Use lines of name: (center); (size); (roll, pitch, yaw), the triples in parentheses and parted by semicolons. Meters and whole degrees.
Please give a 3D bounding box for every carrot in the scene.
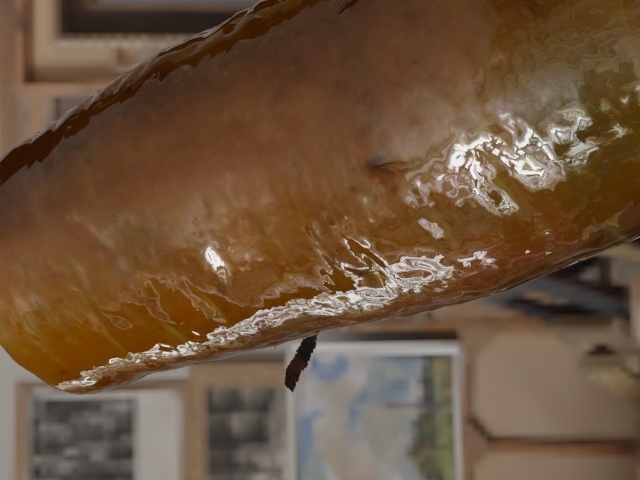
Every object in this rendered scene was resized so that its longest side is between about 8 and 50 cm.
carrot: (0.011, -0.021, 0.425); (0.087, 0.193, 0.087); (50, -154, -36)

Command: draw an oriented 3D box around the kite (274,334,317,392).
kite: (-0.001, 0.000, 1.367); (0.245, 0.015, 0.141); (-69, -33, -53)
